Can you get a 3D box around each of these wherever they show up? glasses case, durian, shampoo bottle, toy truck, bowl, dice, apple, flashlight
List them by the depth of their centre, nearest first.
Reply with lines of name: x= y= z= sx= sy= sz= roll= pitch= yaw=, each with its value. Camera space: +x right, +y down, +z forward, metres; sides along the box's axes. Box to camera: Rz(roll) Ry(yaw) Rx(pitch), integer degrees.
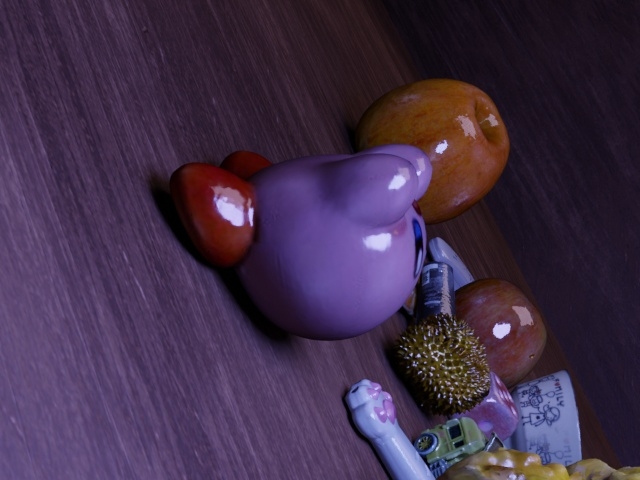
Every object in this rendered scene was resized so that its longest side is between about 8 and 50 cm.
flashlight: x=0.098 y=0.260 z=1.424 sx=0.200 sy=0.047 sz=0.093 roll=58 pitch=14 yaw=-3
toy truck: x=0.201 y=0.316 z=1.527 sx=0.085 sy=0.116 sz=0.191 roll=53 pitch=16 yaw=-32
durian: x=0.182 y=0.179 z=1.719 sx=0.168 sy=0.137 sz=0.158 roll=49 pitch=36 yaw=-8
dice: x=0.257 y=0.269 z=1.862 sx=0.094 sy=0.093 sz=0.091 roll=54 pitch=15 yaw=-24
shampoo bottle: x=0.185 y=0.133 z=1.881 sx=0.063 sy=0.057 sz=0.208 roll=22 pitch=53 yaw=-25
bowl: x=0.362 y=0.338 z=1.940 sx=0.238 sy=0.126 sz=0.238 roll=-7 pitch=90 yaw=-85
apple: x=0.284 y=0.159 z=1.966 sx=0.188 sy=0.174 sz=0.188 roll=53 pitch=-4 yaw=5
apple: x=0.227 y=-0.185 z=2.323 sx=0.299 sy=0.275 sz=0.299 roll=53 pitch=21 yaw=-31
glasses case: x=0.284 y=0.072 z=2.438 sx=0.197 sy=0.049 sz=0.076 roll=52 pitch=16 yaw=-29

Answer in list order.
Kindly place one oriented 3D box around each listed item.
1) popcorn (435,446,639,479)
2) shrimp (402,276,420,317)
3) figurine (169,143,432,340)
popcorn: x=0.237 y=0.329 z=1.207 sx=0.265 sy=0.332 sz=0.225 roll=-128 pitch=-157 yaw=-53
shrimp: x=0.100 y=0.016 z=1.897 sx=0.317 sy=0.062 sz=0.164 roll=52 pitch=18 yaw=-42
figurine: x=-0.007 y=0.005 z=1.296 sx=0.269 sy=0.261 sz=0.211 roll=-41 pitch=128 yaw=-77
